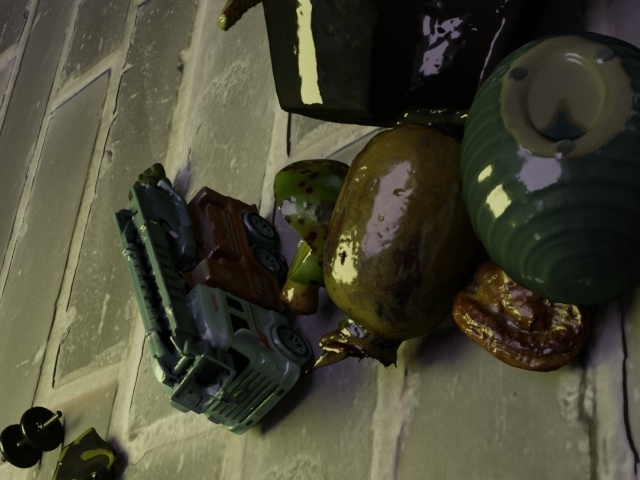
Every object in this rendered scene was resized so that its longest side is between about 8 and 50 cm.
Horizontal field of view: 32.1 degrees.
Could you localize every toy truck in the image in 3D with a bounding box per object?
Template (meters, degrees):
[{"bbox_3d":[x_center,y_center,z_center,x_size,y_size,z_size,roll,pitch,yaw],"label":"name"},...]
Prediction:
[{"bbox_3d":[-0.135,0.073,1.268,0.133,0.184,0.338,-46,36,22],"label":"toy truck"}]

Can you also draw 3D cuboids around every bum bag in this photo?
[{"bbox_3d":[-0.312,0.348,1.412,0.106,0.060,0.233,-13,57,37],"label":"bum bag"}]

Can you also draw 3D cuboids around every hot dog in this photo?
[{"bbox_3d":[0.175,0.058,0.985,0.099,0.065,0.147,-48,33,3],"label":"hot dog"}]

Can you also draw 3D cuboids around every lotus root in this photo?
[{"bbox_3d":[0.076,0.019,1.074,0.154,0.154,0.278,25,95,56],"label":"lotus root"}]

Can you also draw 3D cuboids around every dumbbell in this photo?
[{"bbox_3d":[-0.411,0.279,1.580,0.147,0.069,0.069,-37,40,31],"label":"dumbbell"}]

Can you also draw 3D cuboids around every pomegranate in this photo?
[{"bbox_3d":[0.013,-0.002,1.198,0.143,0.122,0.169,-88,-4,-77],"label":"pomegranate"}]

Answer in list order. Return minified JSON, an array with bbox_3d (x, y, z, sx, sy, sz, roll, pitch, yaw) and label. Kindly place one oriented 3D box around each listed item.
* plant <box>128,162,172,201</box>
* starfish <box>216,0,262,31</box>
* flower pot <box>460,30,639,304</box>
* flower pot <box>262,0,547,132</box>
[{"bbox_3d":[-0.238,-0.032,1.583,0.085,0.087,0.174,-15,54,10],"label":"plant"},{"bbox_3d":[-0.037,-0.358,1.350,0.078,0.358,0.347,-10,88,23],"label":"starfish"},{"bbox_3d":[0.209,-0.065,0.914,0.189,0.157,0.243,-9,48,16],"label":"flower pot"},{"bbox_3d":[0.078,-0.243,1.141,0.379,0.379,0.251,9,95,54],"label":"flower pot"}]
